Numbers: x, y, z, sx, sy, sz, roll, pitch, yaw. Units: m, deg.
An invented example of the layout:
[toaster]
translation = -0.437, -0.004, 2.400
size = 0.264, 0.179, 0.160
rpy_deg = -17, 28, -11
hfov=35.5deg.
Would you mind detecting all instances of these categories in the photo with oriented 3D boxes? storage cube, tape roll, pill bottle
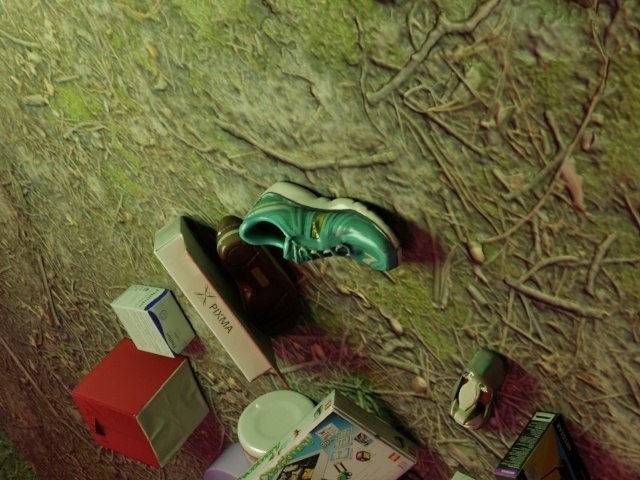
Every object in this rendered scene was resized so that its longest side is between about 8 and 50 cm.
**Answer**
[storage cube]
translation = -0.394, 0.359, 2.210
size = 0.193, 0.215, 0.183
rpy_deg = 12, 134, 32
[tape roll]
translation = -0.137, 0.593, 2.294
size = 0.275, 0.090, 0.274
rpy_deg = 29, 144, 24
[pill bottle]
translation = -0.058, 0.444, 1.976
size = 0.160, 0.160, 0.283
rpy_deg = 20, 140, 33

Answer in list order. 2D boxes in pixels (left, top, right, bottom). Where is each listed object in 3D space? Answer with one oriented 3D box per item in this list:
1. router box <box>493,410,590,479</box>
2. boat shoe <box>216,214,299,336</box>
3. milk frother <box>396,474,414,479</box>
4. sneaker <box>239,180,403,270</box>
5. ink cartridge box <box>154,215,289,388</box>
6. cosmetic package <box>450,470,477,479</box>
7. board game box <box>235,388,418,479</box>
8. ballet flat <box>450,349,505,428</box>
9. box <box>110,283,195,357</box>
[router box]
translation = 0.336, 0.363, 1.481
size = 0.046, 0.133, 0.178
rpy_deg = 1, 127, 48
[boat shoe]
translation = -0.105, 0.055, 1.689
size = 0.095, 0.095, 0.257
rpy_deg = -117, 5, -46
[milk frother]
translation = 0.160, 0.520, 1.843
size = 0.143, 0.135, 0.129
rpy_deg = 29, 130, 20
[sneaker]
translation = 0.000, 0.000, 1.471
size = 0.275, 0.110, 0.107
rpy_deg = 16, 137, 36
[ink cartridge box]
translation = -0.176, 0.116, 1.715
size = 0.296, 0.066, 0.261
rpy_deg = 56, 180, -16
[cosmetic package]
translation = 0.286, 0.521, 1.778
size = 0.099, 0.060, 0.239
rpy_deg = 16, 137, 36
[board game box]
translation = 0.004, 0.420, 1.806
size = 0.193, 0.053, 0.305
rpy_deg = 37, 118, -15
[ballet flat]
translation = 0.228, 0.244, 1.528
size = 0.072, 0.068, 0.213
rpy_deg = 32, 145, 19
[box]
translation = -0.345, 0.164, 2.063
size = 0.137, 0.072, 0.126
rpy_deg = 5, 130, 45
